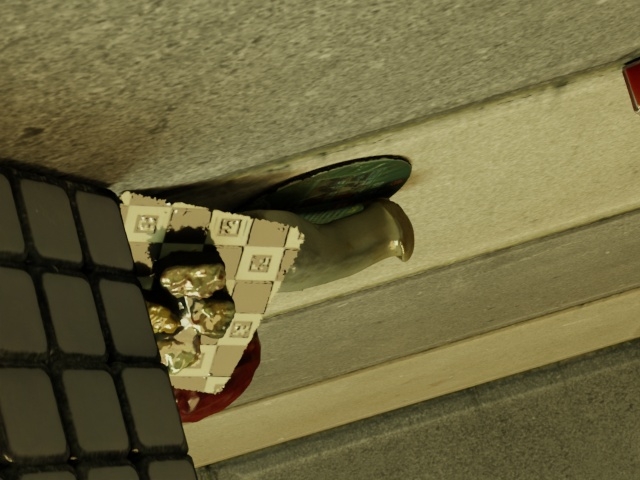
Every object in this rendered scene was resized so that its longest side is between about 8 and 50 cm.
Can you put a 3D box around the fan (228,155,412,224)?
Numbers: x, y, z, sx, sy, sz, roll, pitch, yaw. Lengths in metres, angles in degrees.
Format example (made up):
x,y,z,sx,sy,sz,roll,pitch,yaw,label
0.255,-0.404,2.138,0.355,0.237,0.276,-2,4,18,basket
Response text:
x,y,z,sx,sy,sz,roll,pitch,yaw,label
-0.029,-0.036,1.619,0.223,0.012,0.294,-27,164,37,fan

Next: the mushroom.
x,y,z,sx,sy,sz,roll,pitch,yaw,label
0.000,0.004,1.625,0.223,0.092,0.081,-3,-157,-37,mushroom

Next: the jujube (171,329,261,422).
x,y,z,sx,sy,sz,roll,pitch,yaw,label
-0.166,0.109,1.698,0.174,0.174,0.250,-23,171,24,jujube

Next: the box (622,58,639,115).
x,y,z,sx,sy,sz,roll,pitch,yaw,label
0.381,-0.148,1.579,0.123,0.050,0.229,-22,166,21,box

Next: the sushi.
x,y,z,sx,sy,sz,roll,pitch,yaw,label
-0.128,0.066,1.519,0.193,0.040,0.210,11,121,-28,sushi

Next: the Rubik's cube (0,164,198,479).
x,y,z,sx,sy,sz,roll,pitch,yaw,label
-0.338,0.146,1.294,0.344,0.337,0.344,-21,166,23,Rubik's cube
